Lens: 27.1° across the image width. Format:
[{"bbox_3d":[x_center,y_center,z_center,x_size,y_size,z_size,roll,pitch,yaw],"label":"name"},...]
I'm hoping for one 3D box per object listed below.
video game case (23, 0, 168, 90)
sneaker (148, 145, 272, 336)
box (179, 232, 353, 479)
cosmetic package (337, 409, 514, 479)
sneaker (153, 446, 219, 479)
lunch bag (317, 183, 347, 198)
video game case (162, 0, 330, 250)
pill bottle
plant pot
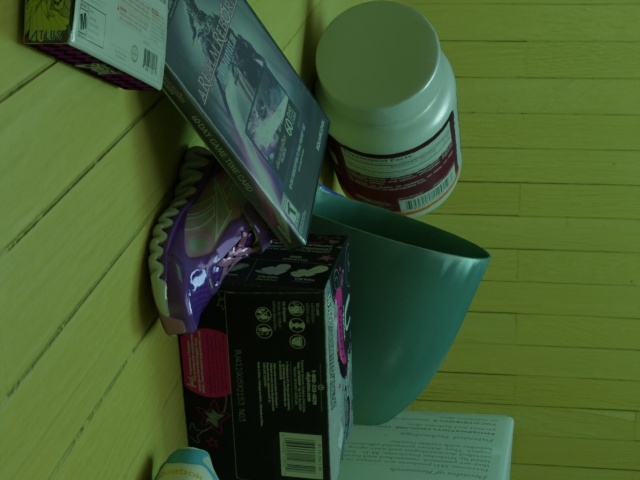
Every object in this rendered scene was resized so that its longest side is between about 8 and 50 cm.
[{"bbox_3d":[-0.167,-0.235,1.031,0.232,0.042,0.210,6,86,-81],"label":"video game case"},{"bbox_3d":[-0.099,-0.004,1.301,0.236,0.105,0.095,-77,167,-46],"label":"sneaker"},{"bbox_3d":[-0.051,0.126,1.426,0.142,0.163,0.247,-66,157,-62],"label":"box"},{"bbox_3d":[0.136,0.492,2.137,0.393,0.328,0.329,-54,145,-72],"label":"cosmetic package"},{"bbox_3d":[-0.118,0.306,1.311,0.092,0.087,0.228,-79,169,-52],"label":"sneaker"},{"bbox_3d":[0.000,0.000,1.952,0.151,0.096,0.128,52,42,-54],"label":"lunch bag"},{"bbox_3d":[-0.078,-0.148,1.293,0.274,0.026,0.196,54,31,-34],"label":"video game case"},{"bbox_3d":[0.110,-0.204,2.144,0.392,0.224,0.224,70,23,-66],"label":"pill bottle"},{"bbox_3d":[0.033,0.085,1.615,0.293,0.293,0.235,-28,135,-79],"label":"plant pot"}]
